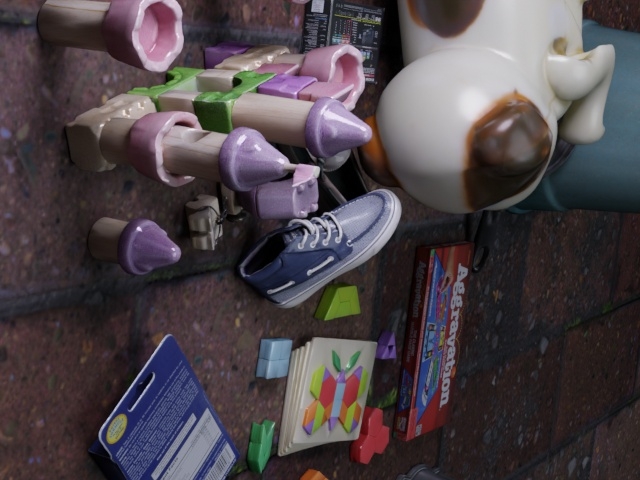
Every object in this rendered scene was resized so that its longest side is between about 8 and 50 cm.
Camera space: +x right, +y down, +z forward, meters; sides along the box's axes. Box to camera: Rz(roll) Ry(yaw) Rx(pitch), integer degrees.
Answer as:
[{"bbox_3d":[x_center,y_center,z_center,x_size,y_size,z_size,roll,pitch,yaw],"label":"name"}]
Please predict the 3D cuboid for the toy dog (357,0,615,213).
[{"bbox_3d":[0.199,-0.223,1.425,0.395,0.285,0.407,43,56,-55],"label":"toy dog"}]

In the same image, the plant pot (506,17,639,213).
[{"bbox_3d":[0.480,-0.180,1.909,0.341,0.334,0.341,-27,123,-52],"label":"plant pot"}]

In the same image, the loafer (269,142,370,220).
[{"bbox_3d":[0.014,-0.093,1.413,0.096,0.084,0.267,-58,144,-30],"label":"loafer"}]

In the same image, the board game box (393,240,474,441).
[{"bbox_3d":[0.167,0.143,1.802,0.145,0.027,0.281,-7,106,-59],"label":"board game box"}]

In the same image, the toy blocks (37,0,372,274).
[{"bbox_3d":[-0.051,-0.105,1.133,0.288,0.260,0.308,-38,131,-48],"label":"toy blocks"}]

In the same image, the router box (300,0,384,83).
[{"bbox_3d":[0.026,-0.231,1.431,0.122,0.038,0.092,-7,105,-57],"label":"router box"}]

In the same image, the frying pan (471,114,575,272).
[{"bbox_3d":[0.291,-0.112,1.808,0.053,0.197,0.326,-109,-176,-53],"label":"frying pan"}]

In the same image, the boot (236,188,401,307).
[{"bbox_3d":[0.000,0.000,1.368,0.190,0.069,0.086,-41,144,7],"label":"boot"}]

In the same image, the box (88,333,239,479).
[{"bbox_3d":[-0.162,0.209,1.272,0.136,0.037,0.225,-57,145,-32],"label":"box"}]

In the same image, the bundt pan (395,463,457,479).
[{"bbox_3d":[0.170,0.507,1.837,0.331,0.124,0.330,-25,120,-54],"label":"bundt pan"}]

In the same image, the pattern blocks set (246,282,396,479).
[{"bbox_3d":[0.013,0.196,1.566,0.325,0.026,0.285,-16,114,-56],"label":"pattern blocks set"}]
